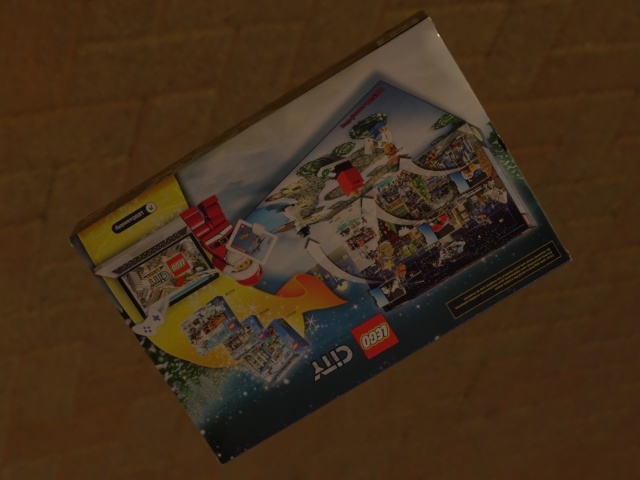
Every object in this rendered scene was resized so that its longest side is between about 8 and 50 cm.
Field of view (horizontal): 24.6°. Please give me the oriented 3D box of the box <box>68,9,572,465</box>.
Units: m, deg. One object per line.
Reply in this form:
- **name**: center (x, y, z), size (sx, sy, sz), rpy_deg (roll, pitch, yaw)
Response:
- **box**: center (0.000, 0.000, 0.826), size (0.233, 0.159, 0.044), rpy_deg (-31, -167, 6)
